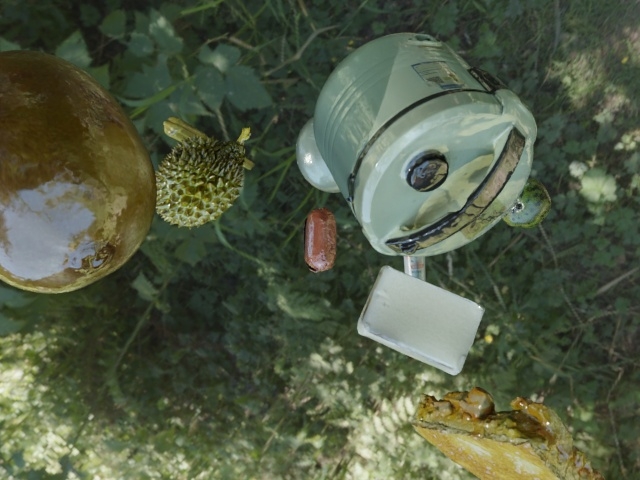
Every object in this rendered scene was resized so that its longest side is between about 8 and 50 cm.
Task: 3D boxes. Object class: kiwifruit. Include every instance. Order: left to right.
[{"bbox_3d":[-0.257,-0.061,0.600,0.234,0.196,0.196,46,142,27],"label":"kiwifruit"}]

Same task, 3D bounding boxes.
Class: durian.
[{"bbox_3d":[-0.187,-0.110,1.032,0.146,0.208,0.102,47,177,27],"label":"durian"}]

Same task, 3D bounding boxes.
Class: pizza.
[{"bbox_3d":[0.158,0.163,0.493,0.175,0.046,0.134,32,152,11],"label":"pizza"}]

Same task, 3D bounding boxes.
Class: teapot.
[{"bbox_3d":[0.065,-0.202,1.387,0.183,0.183,0.251,57,154,-16],"label":"teapot"}]

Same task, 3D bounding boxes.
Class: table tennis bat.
[{"bbox_3d":[-0.290,-0.249,1.640,0.198,0.321,0.050,27,93,24],"label":"table tennis bat"}]

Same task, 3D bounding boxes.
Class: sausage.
[{"bbox_3d":[0.000,0.000,1.386,0.076,0.076,0.141,-8,77,40],"label":"sausage"}]

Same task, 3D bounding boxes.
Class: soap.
[{"bbox_3d":[0.163,0.131,1.056,0.183,0.121,0.064,23,167,10],"label":"soap"}]

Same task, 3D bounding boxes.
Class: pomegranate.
[{"bbox_3d":[0.479,-0.089,1.508,0.122,0.161,0.122,1,95,17],"label":"pomegranate"}]

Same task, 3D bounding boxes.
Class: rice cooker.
[{"bbox_3d":[0.120,-0.108,0.750,0.244,0.226,0.226,-115,21,-46],"label":"rice cooker"}]

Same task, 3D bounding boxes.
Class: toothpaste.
[{"bbox_3d":[0.302,0.021,2.065,0.100,0.066,0.323,-5,100,-6],"label":"toothpaste"}]
